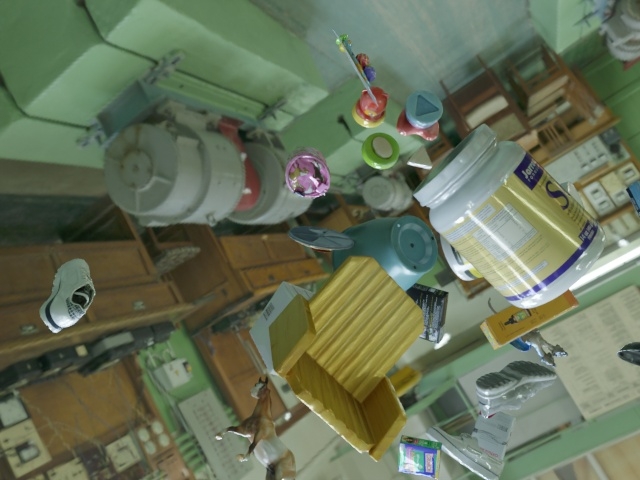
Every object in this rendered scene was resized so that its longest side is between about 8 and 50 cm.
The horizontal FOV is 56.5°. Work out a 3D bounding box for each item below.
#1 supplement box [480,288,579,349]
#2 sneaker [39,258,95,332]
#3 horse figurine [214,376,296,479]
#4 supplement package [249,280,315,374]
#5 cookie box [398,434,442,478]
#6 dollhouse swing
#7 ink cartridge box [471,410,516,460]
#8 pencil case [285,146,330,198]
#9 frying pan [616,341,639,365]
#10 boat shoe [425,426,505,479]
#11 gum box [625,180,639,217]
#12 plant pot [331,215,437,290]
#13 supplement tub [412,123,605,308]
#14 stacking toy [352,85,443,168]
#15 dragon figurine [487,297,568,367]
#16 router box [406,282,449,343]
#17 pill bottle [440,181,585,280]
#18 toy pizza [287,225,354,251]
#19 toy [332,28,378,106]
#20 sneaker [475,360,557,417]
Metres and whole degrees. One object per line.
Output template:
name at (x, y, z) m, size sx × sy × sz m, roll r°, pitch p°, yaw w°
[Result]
supplement box at (0.525, 0.188, 1.506) m, size 0.233 × 0.078 × 0.080 m, roll -25°, pitch 162°, yaw -7°
sneaker at (-0.563, 0.115, 1.382) m, size 0.095 × 0.090 × 0.235 m, roll -28°, pitch -146°, yaw 10°
horse figurine at (-0.103, 0.417, 1.148) m, size 0.066 × 0.263 × 0.174 m, roll -28°, pitch 180°, yaw 22°
supplement package at (-0.029, 0.286, 1.770) m, size 0.263 × 0.198 × 0.199 m, roll 25°, pitch 106°, yaw -36°
cookie box at (0.262, 0.571, 1.574) m, size 0.107 × 0.092 × 0.040 m, roll 5°, pitch -162°, yaw 16°
dollhouse swing at (0.107, 0.254, 1.420) m, size 0.305 × 0.347 × 0.315 m, roll -42°, pitch -162°, yaw 6°
ink cartridge box at (0.556, 0.626, 1.931) m, size 0.150 × 0.109 × 0.063 m, roll -67°, pitch 152°, yaw -11°
pencil case at (-0.047, -0.261, 2.220) m, size 0.160 × 0.167 × 0.386 m, roll 2°, pitch -166°, yaw -3°
frying pan at (1.021, 0.349, 1.693) m, size 0.326 × 0.053 × 0.197 m, roll 12°, pitch 161°, yaw 15°
boat shoe at (0.438, 0.624, 1.787) m, size 0.088 × 0.267 × 0.096 m, roll -55°, pitch -178°, yaw -14°
gum box at (0.902, -0.065, 1.550) m, size 0.184 × 0.157 × 0.041 m, roll 15°, pitch 137°, yaw -20°
plant pot at (0.215, 0.044, 1.852) m, size 0.272 × 0.271 × 0.255 m, roll -22°, pitch 176°, yaw -38°
supplement tub at (0.378, -0.051, 1.222) m, size 0.241 × 0.331 × 0.241 m, roll -46°, pitch -178°, yaw 2°
stacking toy at (0.272, -0.393, 2.024) m, size 0.309 × 0.279 × 0.130 m, roll 2°, pitch 160°, yaw -7°
dragon figurine at (0.653, 0.303, 1.929) m, size 0.085 × 0.289 × 0.144 m, roll -49°, pitch 135°, yaw -9°
router box at (0.343, 0.237, 1.953) m, size 0.133 × 0.179 × 0.046 m, roll 15°, pitch -153°, yaw 27°
pill bottle at (0.495, -0.027, 1.526) m, size 0.334 × 0.188 × 0.188 m, roll -21°, pitch 177°, yaw 34°
toy pizza at (0.000, 0.000, 1.783) m, size 0.201 × 0.201 × 0.032 m, roll -15°, pitch 119°, yaw -57°
toy at (0.124, -0.538, 1.817) m, size 0.056 × 0.237 × 0.137 m, roll -34°, pitch 159°, yaw 9°
sneaker at (0.555, 0.426, 1.711) m, size 0.281 × 0.115 × 0.105 m, roll -8°, pitch -162°, yaw -23°
